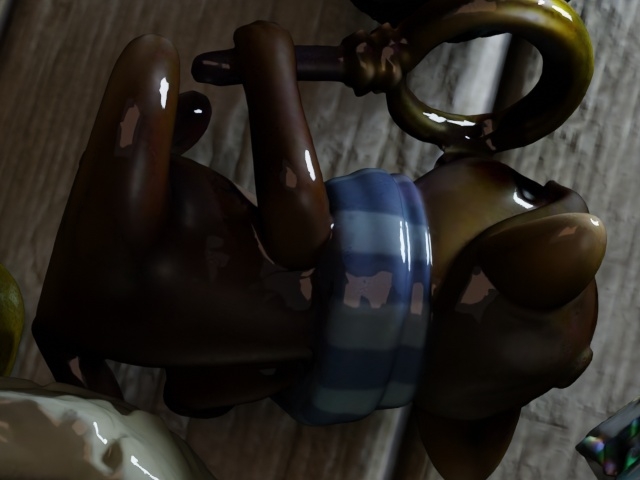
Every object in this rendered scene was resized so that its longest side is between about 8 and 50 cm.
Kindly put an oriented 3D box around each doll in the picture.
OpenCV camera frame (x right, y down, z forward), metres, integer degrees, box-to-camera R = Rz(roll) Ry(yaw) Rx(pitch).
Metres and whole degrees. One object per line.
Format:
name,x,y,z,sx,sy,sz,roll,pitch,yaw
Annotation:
doll,-0.001,-0.002,1.100,0.339,0.318,0.209,9,28,0

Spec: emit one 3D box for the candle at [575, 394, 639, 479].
candle,0.240,0.150,1.037,0.330,0.187,0.187,-35,73,-6

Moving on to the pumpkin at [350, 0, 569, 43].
pumpkin,0.101,-0.225,1.142,0.233,0.233,0.163,-25,74,-4

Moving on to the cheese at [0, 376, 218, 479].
cheese,-0.170,0.225,1.025,0.292,0.153,0.332,-21,85,7

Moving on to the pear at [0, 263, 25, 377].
pear,-0.259,0.048,1.147,0.141,0.104,0.141,-1,76,3
